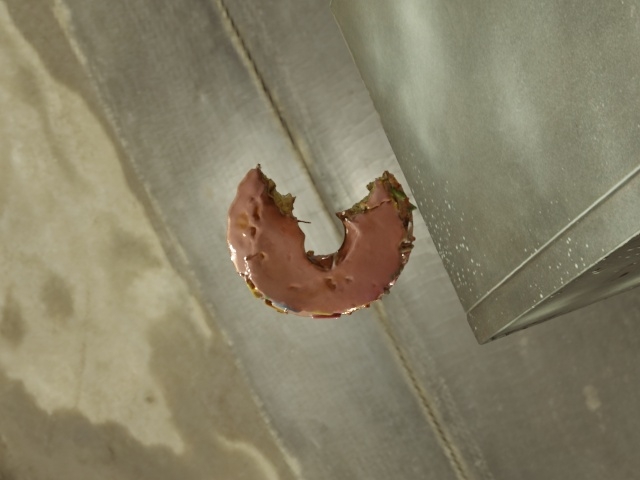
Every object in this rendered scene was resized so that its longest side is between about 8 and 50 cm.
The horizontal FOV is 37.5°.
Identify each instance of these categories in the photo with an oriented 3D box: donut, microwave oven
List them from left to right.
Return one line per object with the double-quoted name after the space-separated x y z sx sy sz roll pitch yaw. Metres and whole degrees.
0.000 0.000 1.179 0.233 0.085 0.199 5 111 0 "donut"
0.198 -0.168 0.568 0.432 0.236 0.374 120 130 -68 "microwave oven"
